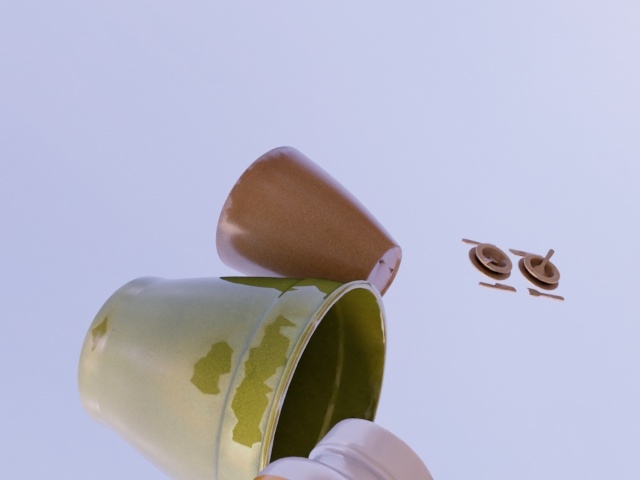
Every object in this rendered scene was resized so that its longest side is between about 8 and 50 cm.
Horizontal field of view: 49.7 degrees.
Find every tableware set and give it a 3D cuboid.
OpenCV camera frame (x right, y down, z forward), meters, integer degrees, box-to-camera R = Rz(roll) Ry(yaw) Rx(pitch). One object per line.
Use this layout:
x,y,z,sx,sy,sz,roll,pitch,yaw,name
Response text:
0.367,0.042,1.286,0.194,0.039,0.128,11,-140,-19,tableware set

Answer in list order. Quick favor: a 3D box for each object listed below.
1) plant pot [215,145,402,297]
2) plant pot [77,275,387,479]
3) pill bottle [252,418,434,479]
0.000,0.000,1.147,0.254,0.237,0.237,29,-123,26,plant pot
-0.135,0.198,0.986,0.366,0.353,0.366,-40,-44,-53,plant pot
-0.026,0.265,0.521,0.272,0.152,0.152,-40,-83,-39,pill bottle
